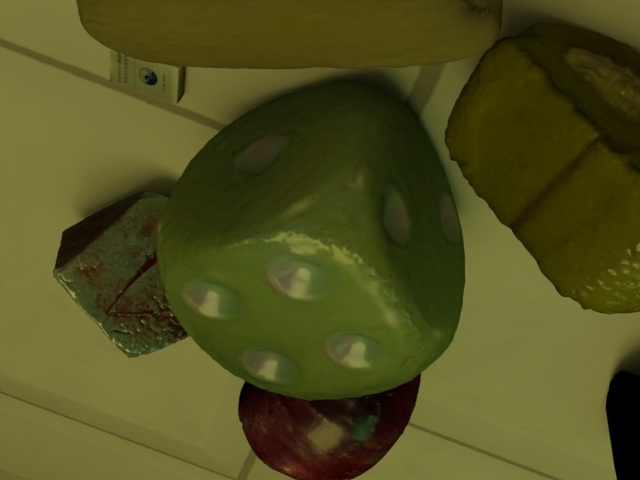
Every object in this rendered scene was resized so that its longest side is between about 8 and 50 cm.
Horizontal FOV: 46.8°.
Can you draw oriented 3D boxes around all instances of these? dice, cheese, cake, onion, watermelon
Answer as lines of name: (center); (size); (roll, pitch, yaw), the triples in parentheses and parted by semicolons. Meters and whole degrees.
dice: (0.000, 0.000, 0.791); (0.251, 0.254, 0.250); (-11, 131, 29)
cheese: (-0.080, -0.232, 0.603); (0.383, 0.104, 0.384); (7, 171, 1)
cake: (0.243, -0.071, 0.645); (0.261, 0.179, 0.156); (58, 139, 24)
onion: (0.020, 0.208, 1.028); (0.272, 0.256, 0.230); (13, 158, -23)
watermelon: (-0.252, 0.066, 1.008); (0.261, 0.201, 0.213); (-16, 119, 39)

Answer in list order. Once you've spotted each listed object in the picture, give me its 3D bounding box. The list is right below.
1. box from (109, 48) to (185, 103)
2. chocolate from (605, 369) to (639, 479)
box: (-0.195, -0.192, 0.834); (0.083, 0.024, 0.054); (19, 138, 2)
chocolate: (0.501, 0.295, 0.939); (0.186, 0.284, 0.284); (-7, 135, 3)
